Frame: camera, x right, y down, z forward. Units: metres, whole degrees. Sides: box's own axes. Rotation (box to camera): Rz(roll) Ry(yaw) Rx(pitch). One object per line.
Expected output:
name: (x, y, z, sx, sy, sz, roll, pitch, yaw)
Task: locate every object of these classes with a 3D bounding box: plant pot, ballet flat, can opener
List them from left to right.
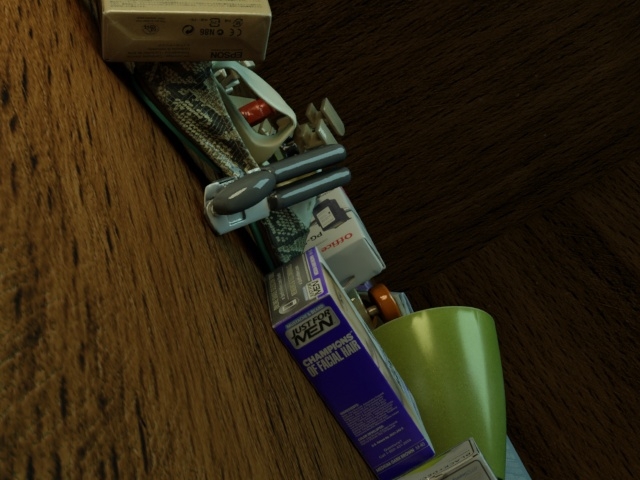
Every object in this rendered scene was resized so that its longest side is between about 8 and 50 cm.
ballet flat: (-0.105, -0.132, 1.584, 0.483, 0.182, 0.164, 57, 4, -32)
can opener: (-0.051, -0.081, 1.477, 0.095, 0.283, 0.076, 2, -71, 49)
plant pot: (0.222, 0.314, 1.790, 0.275, 0.274, 0.294, 52, 21, -56)

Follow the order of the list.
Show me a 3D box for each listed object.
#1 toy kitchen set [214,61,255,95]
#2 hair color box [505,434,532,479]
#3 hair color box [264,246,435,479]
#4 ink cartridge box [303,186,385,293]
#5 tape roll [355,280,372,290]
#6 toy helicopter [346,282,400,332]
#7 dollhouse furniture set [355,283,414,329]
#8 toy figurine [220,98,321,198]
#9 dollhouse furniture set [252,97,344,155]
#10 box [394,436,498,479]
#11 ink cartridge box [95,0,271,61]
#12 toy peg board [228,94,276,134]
toy kitchen set: (-0.268, -0.382, 2.222, 0.122, 0.166, 0.207, 60, -32, 1)
hair color box: (0.388, 0.577, 2.246, 0.374, 0.113, 0.186, -98, -163, -78)
hair color box: (0.045, 0.196, 1.567, 0.339, 0.110, 0.185, 56, 7, -22)
ink cartridge box: (0.000, 0.000, 1.919, 0.100, 0.172, 0.237, 55, 6, -38)
tape roll: (0.040, 0.056, 2.533, 0.275, 0.090, 0.275, 59, 4, -6)
toy helicopter: (0.078, 0.198, 2.029, 0.235, 0.140, 0.355, 50, -15, 51)
dollhouse furniture set: (0.222, 0.177, 2.187, 0.286, 0.198, 0.303, -2, -61, 50)
toy figurine: (-0.113, -0.143, 1.891, 0.213, 0.148, 0.210, 60, -2, 45)
dollhouse furniture set: (-0.055, -0.159, 2.194, 0.161, 0.212, 0.242, 54, 33, -35)
box: (0.233, 0.463, 1.482, 0.290, 0.169, 0.087, 58, 5, -4)
ink cartridge box: (-0.203, -0.346, 1.428, 0.088, 0.234, 0.193, 102, -21, -45)
toy peg board: (-0.179, -0.257, 2.395, 0.161, 0.079, 0.160, 60, 20, 7)
